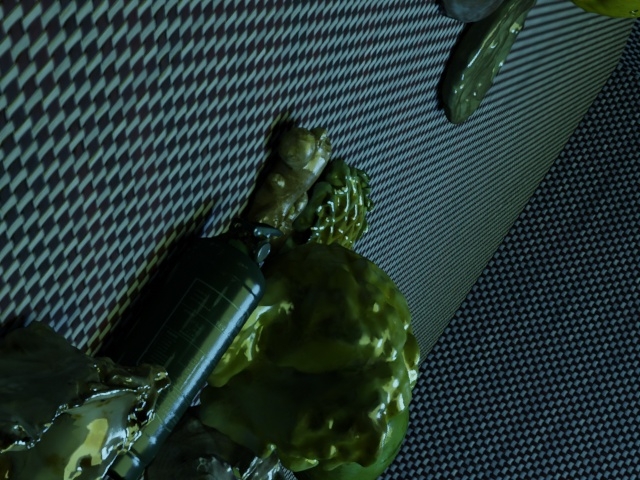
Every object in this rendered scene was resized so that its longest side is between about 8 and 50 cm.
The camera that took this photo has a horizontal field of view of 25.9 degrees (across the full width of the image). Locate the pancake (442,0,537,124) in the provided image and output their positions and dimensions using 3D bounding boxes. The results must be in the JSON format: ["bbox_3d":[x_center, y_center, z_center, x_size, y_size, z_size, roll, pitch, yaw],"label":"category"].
[{"bbox_3d":[0.268,-0.312,2.164,0.294,0.049,0.294,-54,169,-15],"label":"pancake"}]

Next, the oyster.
[{"bbox_3d":[-0.245,0.153,1.081,0.341,0.110,0.166,-41,152,-49],"label":"oyster"}]

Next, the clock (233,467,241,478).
[{"bbox_3d":[-0.139,0.447,2.207,0.143,0.096,0.202,-60,169,-15],"label":"clock"}]

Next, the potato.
[{"bbox_3d":[0.041,0.319,2.369,0.216,0.216,0.304,-49,161,-39],"label":"potato"}]

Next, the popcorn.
[{"bbox_3d":[-0.017,0.138,1.613,0.293,0.293,0.237,-59,-162,-3],"label":"popcorn"}]

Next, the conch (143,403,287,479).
[{"bbox_3d":[-0.126,0.281,1.722,0.163,0.178,0.245,-51,-174,-4],"label":"conch"}]

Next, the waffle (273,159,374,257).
[{"bbox_3d":[0.000,0.000,1.808,0.214,0.054,0.208,-57,164,-3],"label":"waffle"}]

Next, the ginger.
[{"bbox_3d":[-0.041,-0.043,1.554,0.176,0.052,0.193,-60,169,-1],"label":"ginger"}]

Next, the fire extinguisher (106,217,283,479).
[{"bbox_3d":[-0.136,0.094,1.387,0.311,0.095,0.114,-57,153,-15],"label":"fire extinguisher"}]

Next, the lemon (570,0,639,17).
[{"bbox_3d":[0.440,-0.460,1.970,0.297,0.297,0.297,-55,167,-20],"label":"lemon"}]

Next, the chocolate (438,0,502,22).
[{"bbox_3d":[0.217,-0.357,1.776,0.161,0.083,0.261,-62,167,2],"label":"chocolate"}]
